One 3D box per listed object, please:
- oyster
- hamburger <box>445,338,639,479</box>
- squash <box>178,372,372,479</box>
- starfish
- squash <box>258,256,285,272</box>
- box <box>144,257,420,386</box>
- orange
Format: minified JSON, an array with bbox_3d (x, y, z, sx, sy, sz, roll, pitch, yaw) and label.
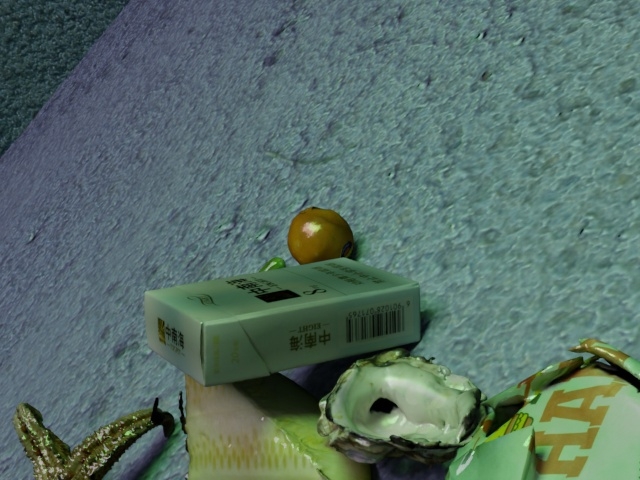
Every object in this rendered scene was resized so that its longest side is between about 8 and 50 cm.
[{"bbox_3d":[0.076,0.155,0.899,0.163,0.081,0.191,-6,26,17],"label":"oyster"},{"bbox_3d":[0.167,0.184,0.673,0.235,0.125,0.214,-45,22,-7],"label":"hamburger"},{"bbox_3d":[-0.032,0.169,0.971,0.252,0.093,0.170,-15,77,46],"label":"squash"},{"bbox_3d":[-0.297,0.300,1.153,0.303,0.113,0.312,-49,37,-2],"label":"starfish"},{"bbox_3d":[-0.078,0.058,1.264,0.089,0.027,0.027,-48,28,-4],"label":"squash"},{"bbox_3d":[-0.039,0.076,0.994,0.242,0.067,0.155,-9,12,-27],"label":"box"},{"bbox_3d":[0.000,0.000,1.179,0.083,0.083,0.083,-33,31,22],"label":"orange"}]
